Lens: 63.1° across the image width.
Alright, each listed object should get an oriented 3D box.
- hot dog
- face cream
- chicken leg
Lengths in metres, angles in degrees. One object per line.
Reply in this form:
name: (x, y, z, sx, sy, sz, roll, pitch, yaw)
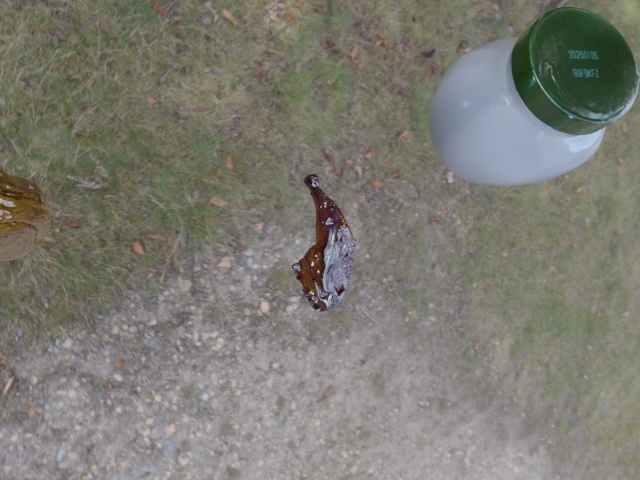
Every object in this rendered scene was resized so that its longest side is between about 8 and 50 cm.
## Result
hot dog: (-0.435, -0.046, 0.629, 0.196, 0.272, 0.122, 30, 76, -9)
face cream: (0.376, -0.241, 0.989, 0.313, 0.357, 0.219, 29, 73, -7)
chicken leg: (0.006, 0.002, 0.771, 0.053, 0.093, 0.204, 38, 60, -66)
